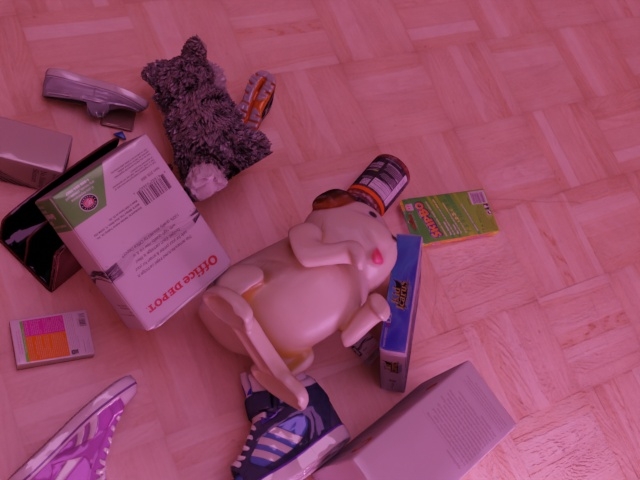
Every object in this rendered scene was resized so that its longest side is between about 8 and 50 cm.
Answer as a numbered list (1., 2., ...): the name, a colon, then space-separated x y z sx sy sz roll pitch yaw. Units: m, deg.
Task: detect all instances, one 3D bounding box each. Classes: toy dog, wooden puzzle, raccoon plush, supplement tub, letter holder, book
1. toy dog: -0.016 0.088 1.624 0.408 0.395 0.284 -39 105 -21
2. wooden puzzle: -0.452 -0.281 1.820 0.079 0.014 0.116 16 62 -11
3. raccoon plush: -0.246 -0.267 1.664 0.216 0.446 0.299 -28 102 -6
4. supplement tub: 0.123 -0.111 1.933 0.106 0.106 0.198 42 59 -1
5. letter holder: -0.461 -0.076 1.605 0.152 0.214 0.302 45 59 1
6. book: -0.519 0.189 1.569 0.144 0.035 0.096 -7 67 -26

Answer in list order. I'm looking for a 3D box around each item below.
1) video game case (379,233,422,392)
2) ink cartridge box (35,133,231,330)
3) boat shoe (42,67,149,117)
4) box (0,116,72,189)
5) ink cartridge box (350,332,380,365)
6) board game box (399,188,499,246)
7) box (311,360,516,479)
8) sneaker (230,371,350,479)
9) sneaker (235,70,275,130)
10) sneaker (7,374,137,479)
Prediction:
1. video game case: 0.173 0.160 1.753 0.061 0.244 0.269 7 62 10
2. ink cartridge box: -0.332 -0.011 1.461 0.211 0.122 0.289 -40 108 -28
3. boat shoe: -0.495 -0.308 1.779 0.228 0.079 0.081 16 87 -8
4. box: -0.651 -0.185 1.636 0.275 0.113 0.094 14 63 -15
5. ink cartridge box: 0.098 0.233 1.811 0.083 0.028 0.048 47 59 2
6. board game box: 0.319 -0.057 2.031 0.260 0.039 0.124 -8 70 -28
7. box: 0.188 0.424 1.641 0.345 0.215 0.168 -32 82 -31
8. sneaker: -0.125 0.384 1.610 0.323 0.130 0.236 -31 67 -21
9. sneaker: -0.166 -0.292 1.909 0.084 0.083 0.214 30 77 9
10. sneaker: -0.412 0.390 1.492 0.161 0.102 0.282 45 69 -3
